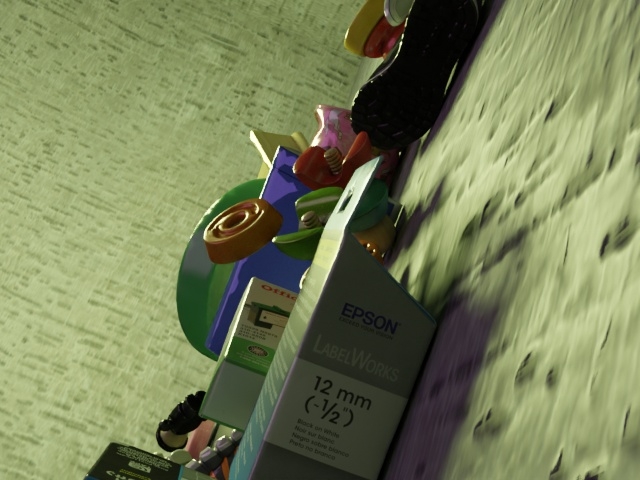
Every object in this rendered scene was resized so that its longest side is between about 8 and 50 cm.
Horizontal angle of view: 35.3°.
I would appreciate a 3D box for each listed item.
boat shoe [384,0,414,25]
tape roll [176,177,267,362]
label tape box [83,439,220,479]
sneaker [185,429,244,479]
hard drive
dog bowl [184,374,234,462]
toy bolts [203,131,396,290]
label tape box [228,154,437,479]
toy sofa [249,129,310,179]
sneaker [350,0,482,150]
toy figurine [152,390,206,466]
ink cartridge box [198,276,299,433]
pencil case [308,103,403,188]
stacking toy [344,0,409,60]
[{"bbox_3d":[0.113,-0.318,1.307,0.035,0.035,0.100,-19,33,42],"label":"boat shoe"},{"bbox_3d":[-0.094,0.060,1.665,0.321,0.077,0.321,-25,-56,-44],"label":"tape roll"},{"bbox_3d":[-0.117,0.296,0.929,0.333,0.240,0.106,152,140,-83],"label":"label tape box"},{"bbox_3d":[-0.136,0.406,1.498,0.321,0.180,0.124,-36,-22,-4],"label":"sneaker"},{"bbox_3d":[-0.031,0.054,1.406,0.040,0.210,0.319,3,-68,-54],"label":"hard drive"},{"bbox_3d":[-0.228,0.477,2.251,0.408,0.150,0.408,-160,90,-86],"label":"dog bowl"},{"bbox_3d":[0.000,0.000,1.226,0.218,0.158,0.228,-9,33,36],"label":"toy bolts"},{"bbox_3d":[0.022,0.106,0.952,0.249,0.115,0.348,-171,104,-86],"label":"label tape box"},{"bbox_3d":[-0.092,-0.032,2.046,0.362,0.177,0.150,-68,30,28],"label":"toy sofa"},{"bbox_3d":[0.140,-0.241,1.335,0.283,0.107,0.124,-56,3,43],"label":"sneaker"},{"bbox_3d":[-0.191,0.389,1.716,0.148,0.213,0.209,-51,19,38],"label":"toy figurine"},{"bbox_3d":[-0.040,0.149,1.209,0.219,0.160,0.092,-80,12,-67],"label":"ink cartridge box"},{"bbox_3d":[0.004,-0.018,1.548,0.160,0.167,0.386,23,-92,-56],"label":"pencil case"},{"bbox_3d":[0.198,-0.385,1.457,0.279,0.130,0.309,-38,-15,-40],"label":"stacking toy"}]
